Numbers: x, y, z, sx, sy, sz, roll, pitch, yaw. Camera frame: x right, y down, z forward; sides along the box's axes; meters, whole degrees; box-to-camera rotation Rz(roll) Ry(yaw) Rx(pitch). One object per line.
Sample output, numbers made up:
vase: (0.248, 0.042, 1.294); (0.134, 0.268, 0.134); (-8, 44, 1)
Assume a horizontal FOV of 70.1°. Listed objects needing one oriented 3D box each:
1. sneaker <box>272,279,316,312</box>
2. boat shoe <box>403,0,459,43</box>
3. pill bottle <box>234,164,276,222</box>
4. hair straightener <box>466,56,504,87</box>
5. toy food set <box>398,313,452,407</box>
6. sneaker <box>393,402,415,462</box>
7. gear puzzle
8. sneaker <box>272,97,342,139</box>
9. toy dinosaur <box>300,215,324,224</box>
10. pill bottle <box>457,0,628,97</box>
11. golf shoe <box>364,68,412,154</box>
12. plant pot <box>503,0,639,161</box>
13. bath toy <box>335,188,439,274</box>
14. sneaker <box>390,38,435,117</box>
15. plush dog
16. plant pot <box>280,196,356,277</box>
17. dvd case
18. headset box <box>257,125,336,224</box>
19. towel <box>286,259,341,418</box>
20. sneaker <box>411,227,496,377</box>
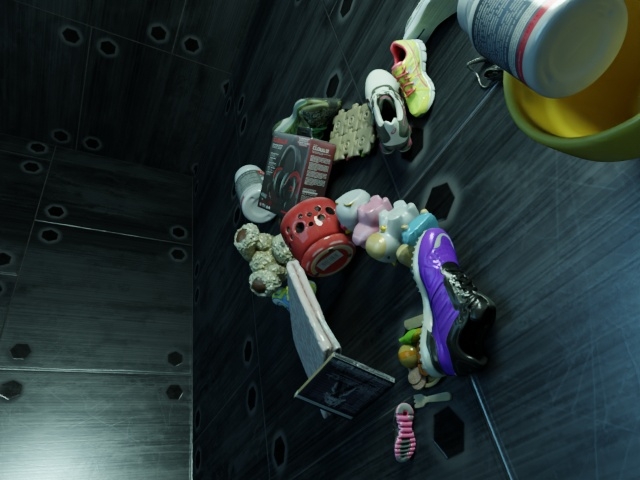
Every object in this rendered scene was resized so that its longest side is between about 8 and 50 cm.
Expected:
sneaker: (-0.096, 0.217, 1.533); (0.240, 0.091, 0.126); (-33, 53, 54)
boat shoe: (0.269, -0.569, 1.112); (0.226, 0.083, 0.076); (-37, 50, 54)
pill bottle: (-0.281, -0.211, 1.972); (0.161, 0.161, 0.283); (-66, 30, 25)
hair straightener: (0.364, -0.343, 0.885); (0.230, 0.047, 0.089); (24, 101, 63)
toy food set: (0.214, 0.249, 0.971); (0.132, 0.038, 0.192); (-40, 46, 52)
sneaker: (0.176, 0.415, 0.991); (0.057, 0.047, 0.120); (133, 145, -70)
gear puzzle: (0.129, -0.326, 1.354); (0.339, 0.044, 0.176); (3, 81, 60)
sneaker: (-0.035, -0.375, 1.617); (0.410, 0.158, 0.182); (-20, 82, 63)
toy dinosaur: (-0.020, -0.081, 1.530); (0.118, 0.064, 0.268); (-56, 37, 26)
pill bottle: (0.231, -0.245, 0.511); (0.108, 0.107, 0.180); (-62, 32, 31)
golf shoe: (0.172, -0.353, 1.159); (0.120, 0.105, 0.273); (57, -160, -60)
plant pot: (0.402, -0.207, 0.549); (0.254, 0.238, 0.254); (-33, 51, 56)
bath toy: (0.144, -0.027, 1.127); (0.348, 0.151, 0.129); (34, 155, 60)
sneaker: (0.216, -0.401, 1.128); (0.081, 0.094, 0.209); (-28, 68, 56)
plush dog: (-0.128, 0.050, 1.515); (0.225, 0.210, 0.263); (-28, 66, 9)
plant pot: (0.000, 0.000, 1.317); (0.191, 0.191, 0.174); (-58, 47, 36)
dvd case: (0.053, 0.361, 1.113); (0.221, 0.164, 0.018); (-56, 14, 38)
headset box: (-0.079, -0.222, 1.486); (0.218, 0.110, 0.293); (25, 104, 47)
towel: (-0.023, 0.271, 1.259); (0.317, 0.053, 0.332); (-119, 21, -44)
sneaker: (0.265, 0.110, 0.870); (0.146, 0.102, 0.294); (-23, 66, 54)
